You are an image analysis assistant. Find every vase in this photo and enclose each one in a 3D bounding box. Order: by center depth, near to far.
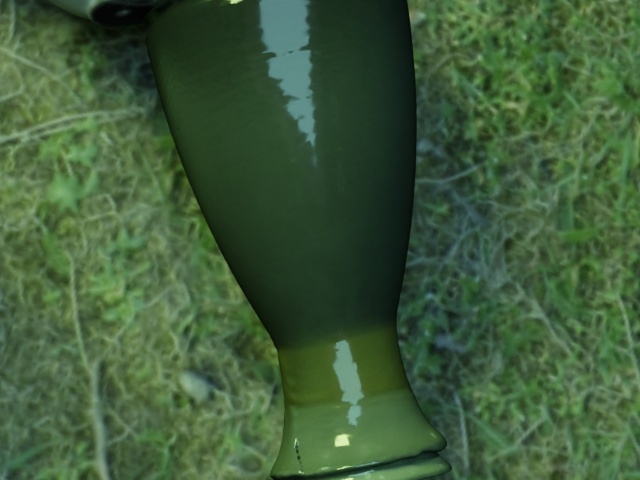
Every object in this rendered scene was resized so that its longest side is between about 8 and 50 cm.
[{"bbox_3d":[0.000,0.000,0.965,0.173,0.173,0.321,-11,86,-10],"label":"vase"}]

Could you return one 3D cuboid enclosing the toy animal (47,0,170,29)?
[{"bbox_3d":[-0.173,-0.272,0.966,0.266,0.212,0.213,27,76,2],"label":"toy animal"}]
